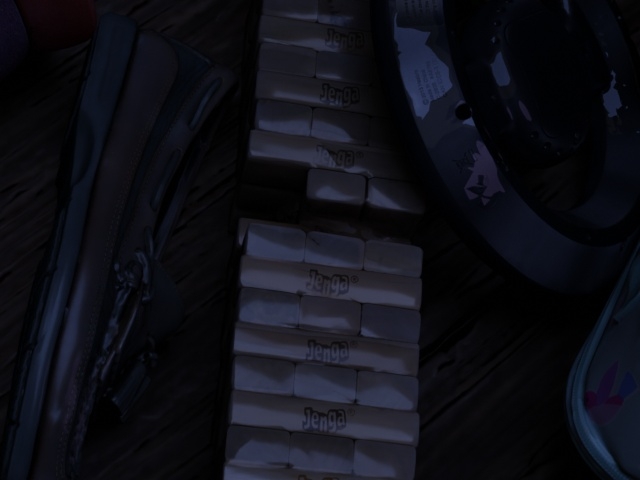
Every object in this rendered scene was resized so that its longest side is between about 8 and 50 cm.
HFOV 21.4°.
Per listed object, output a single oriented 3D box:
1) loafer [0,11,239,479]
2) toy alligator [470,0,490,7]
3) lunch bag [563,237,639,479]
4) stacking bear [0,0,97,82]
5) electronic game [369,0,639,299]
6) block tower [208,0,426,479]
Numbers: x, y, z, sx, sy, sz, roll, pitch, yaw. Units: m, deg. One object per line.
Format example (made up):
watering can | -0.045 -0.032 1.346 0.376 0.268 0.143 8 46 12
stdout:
loafer | -0.093 0.007 0.826 0.084 0.096 0.268 14 60 -12
toy alligator | 0.100 -0.172 0.980 0.051 0.056 0.190 23 59 -51
lunch bag | 0.250 0.046 0.835 0.224 0.108 0.279 33 46 3
stacking bear | -0.269 -0.093 0.806 0.289 0.175 0.164 -33 59 -13
electronic game | 0.104 -0.081 0.875 0.229 0.048 0.229 24 57 -43
block tower | 0.000 0.000 0.847 0.091 0.097 0.335 8 65 -8
